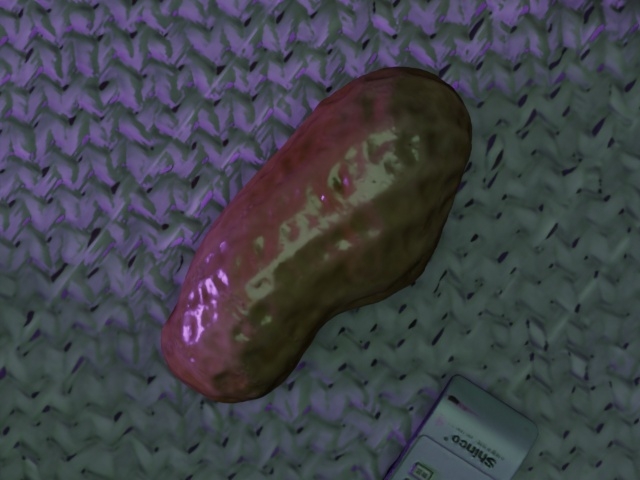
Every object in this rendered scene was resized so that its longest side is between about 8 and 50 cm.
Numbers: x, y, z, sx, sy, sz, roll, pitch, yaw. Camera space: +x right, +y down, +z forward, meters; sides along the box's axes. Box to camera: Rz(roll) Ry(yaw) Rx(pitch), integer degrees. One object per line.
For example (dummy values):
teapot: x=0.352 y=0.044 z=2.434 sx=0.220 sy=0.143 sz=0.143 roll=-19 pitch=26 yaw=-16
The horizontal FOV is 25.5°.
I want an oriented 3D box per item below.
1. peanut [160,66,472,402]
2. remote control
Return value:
peanut: x=0.000 y=0.000 z=0.793 sx=0.108 sy=0.095 sz=0.226 roll=44 pitch=93 yaw=-4
remote control: x=0.060 y=0.163 z=0.833 sx=0.065 sy=0.029 sz=0.166 roll=33 pitch=97 yaw=-2
